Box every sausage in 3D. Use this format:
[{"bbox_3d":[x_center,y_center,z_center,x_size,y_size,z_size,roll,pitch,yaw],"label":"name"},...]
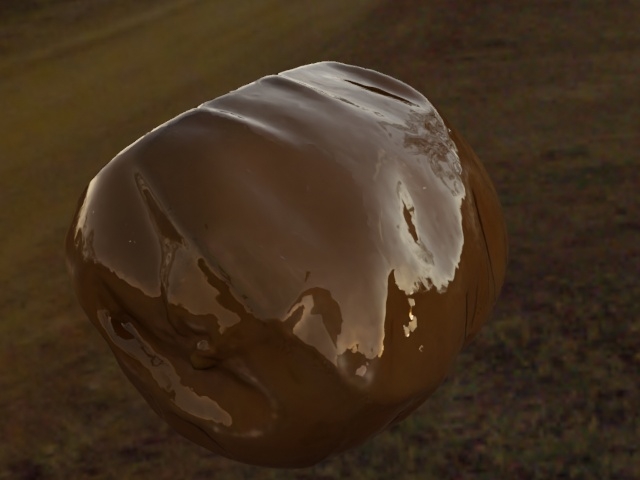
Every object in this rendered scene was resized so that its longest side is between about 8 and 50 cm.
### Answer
[{"bbox_3d":[-0.001,0.000,0.481,0.120,0.136,0.241,-45,0,26],"label":"sausage"}]
